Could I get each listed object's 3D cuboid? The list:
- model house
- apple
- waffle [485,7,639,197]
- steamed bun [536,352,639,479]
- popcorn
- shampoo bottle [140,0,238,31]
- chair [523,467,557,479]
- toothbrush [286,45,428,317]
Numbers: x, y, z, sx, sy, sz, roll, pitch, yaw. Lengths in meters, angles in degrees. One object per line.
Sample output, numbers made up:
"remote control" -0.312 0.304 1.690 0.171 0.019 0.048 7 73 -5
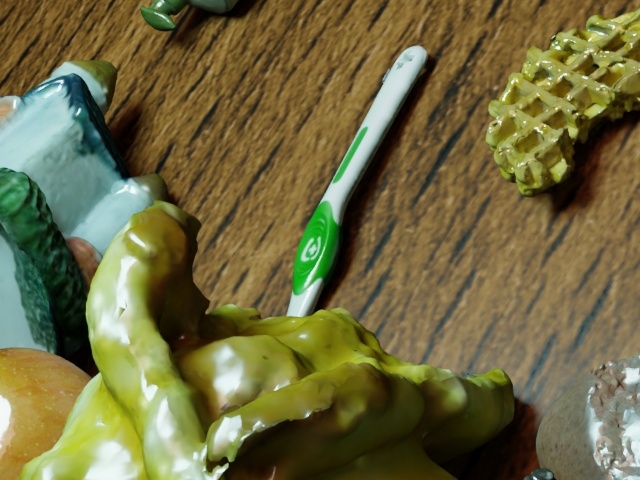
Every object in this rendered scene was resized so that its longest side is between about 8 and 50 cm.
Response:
"model house" -0.248 -0.048 1.612 0.253 0.184 0.291 0 40 42
"apple" -0.237 0.177 1.387 0.201 0.162 0.201 -17 45 19
"waffle" 0.218 -0.108 1.409 0.194 0.051 0.149 -17 46 14
"steamed bun" 0.225 0.137 1.147 0.175 0.106 0.145 -25 43 11
"popcorn" -0.047 0.161 1.211 0.325 0.321 0.290 16 80 58
"shampoo bottle" -0.086 -0.290 1.750 0.234 0.087 0.118 -49 45 -12
"chair" 0.189 0.256 1.030 0.147 0.270 0.136 -11 32 -23
"toothbrush" 0.003 0.003 1.475 0.042 0.040 0.418 -12 41 48
